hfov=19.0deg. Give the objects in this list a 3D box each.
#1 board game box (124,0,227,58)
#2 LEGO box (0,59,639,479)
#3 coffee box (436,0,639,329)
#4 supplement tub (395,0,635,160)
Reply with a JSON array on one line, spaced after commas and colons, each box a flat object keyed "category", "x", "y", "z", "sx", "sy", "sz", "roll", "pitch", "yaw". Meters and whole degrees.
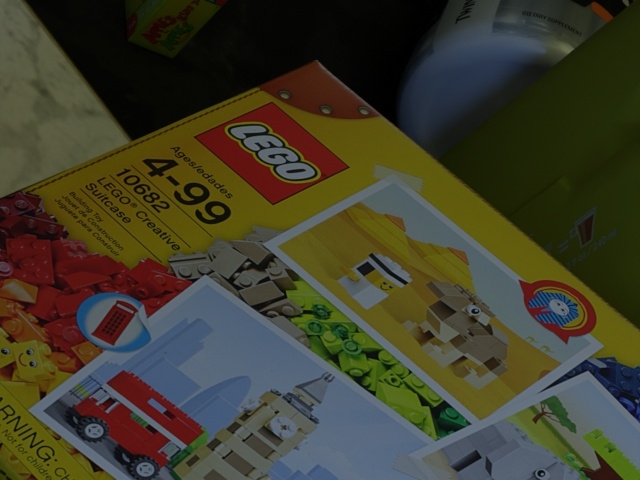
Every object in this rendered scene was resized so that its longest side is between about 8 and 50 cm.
[{"category": "board game box", "x": -0.112, "y": -0.240, "z": 1.472, "sx": 0.043, "sy": 0.092, "sz": 0.181, "roll": 18, "pitch": 48, "yaw": -32}, {"category": "LEGO box", "x": 0.025, "y": 0.169, "z": 1.018, "sx": 0.500, "sy": 0.193, "sz": 0.372, "roll": 41, "pitch": 45, "yaw": 22}, {"category": "coffee box", "x": 0.272, "y": 0.077, "z": 1.386, "sx": 0.334, "sy": 0.337, "sz": 0.338, "roll": 28, "pitch": 44, "yaw": -25}, {"category": "supplement tub", "x": 0.188, "y": -0.176, "z": 1.633, "sx": 0.193, "sy": 0.193, "sz": 0.316, "roll": 39, "pitch": 39, "yaw": -14}]
